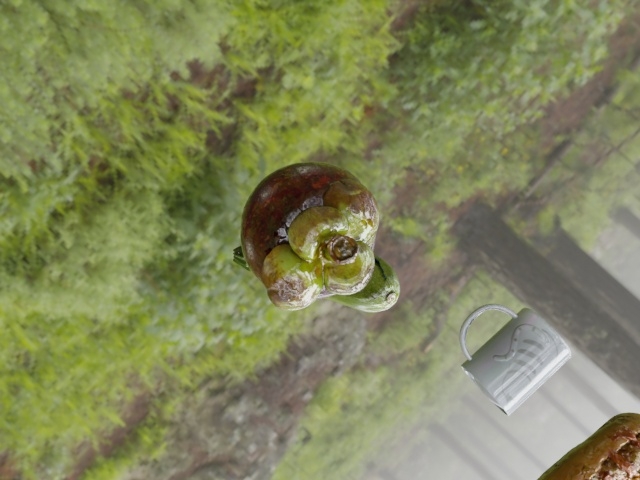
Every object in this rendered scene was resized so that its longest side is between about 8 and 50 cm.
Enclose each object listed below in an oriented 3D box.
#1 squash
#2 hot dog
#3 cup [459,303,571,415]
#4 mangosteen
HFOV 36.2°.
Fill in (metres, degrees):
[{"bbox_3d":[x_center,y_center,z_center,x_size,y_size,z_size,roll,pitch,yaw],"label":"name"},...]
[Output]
[{"bbox_3d":[-0.009,0.037,1.426,0.341,0.094,0.094,13,-132,46],"label":"squash"},{"bbox_3d":[0.460,0.417,1.622,0.348,0.117,0.158,-26,120,-32],"label":"hot dog"},{"bbox_3d":[0.271,0.162,1.399,0.133,0.136,0.099,-42,-148,-2],"label":"cup"},{"bbox_3d":[0.005,0.001,1.014,0.145,0.181,0.156,20,95,-47],"label":"mangosteen"}]
